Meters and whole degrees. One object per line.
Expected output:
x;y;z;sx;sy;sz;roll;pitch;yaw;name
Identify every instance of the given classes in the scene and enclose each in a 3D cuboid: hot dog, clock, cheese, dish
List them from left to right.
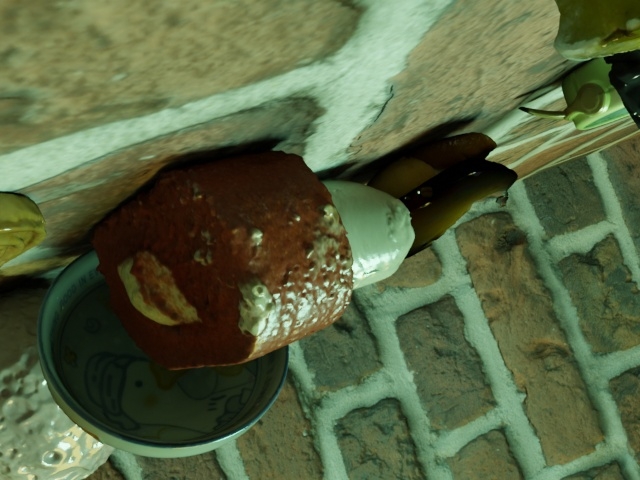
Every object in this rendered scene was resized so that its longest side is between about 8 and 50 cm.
-0.185;0.137;0.847;0.273;0.273;0.134;-18;151;-37;dish
0.000;0.000;0.968;0.189;0.154;0.198;-21;-179;-32;cheese
0.151;-0.073;1.065;0.194;0.107;0.326;-4;159;-39;hot dog
0.364;-0.190;0.898;0.232;0.069;0.170;-22;176;29;clock

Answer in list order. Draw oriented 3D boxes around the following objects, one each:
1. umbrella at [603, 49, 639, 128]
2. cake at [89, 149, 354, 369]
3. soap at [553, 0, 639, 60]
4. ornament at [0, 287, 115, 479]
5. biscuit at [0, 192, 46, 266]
0.399;-0.205;0.672;0.272;0.110;0.122;-27;173;23;umbrella
-0.098;0.029;0.713;0.151;0.177;0.283;-17;176;-42;cake
0.264;-0.180;0.438;0.257;0.080;0.160;-18;176;-38;soap
-0.352;0.179;0.932;0.225;0.259;0.259;-60;171;5;ornament
-0.295;0.012;0.493;0.202;0.044;0.288;-20;178;-11;biscuit
